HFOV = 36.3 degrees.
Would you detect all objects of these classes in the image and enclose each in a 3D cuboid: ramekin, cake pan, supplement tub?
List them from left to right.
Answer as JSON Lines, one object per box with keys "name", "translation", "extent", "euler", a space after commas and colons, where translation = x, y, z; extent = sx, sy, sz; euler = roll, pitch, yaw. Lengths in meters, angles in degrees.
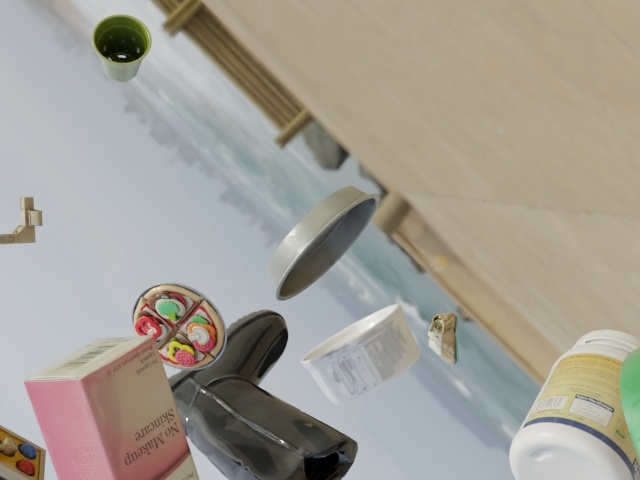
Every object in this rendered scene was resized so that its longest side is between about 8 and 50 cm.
{"name": "cake pan", "translation": [0.000, 0.000, 1.977], "extent": [0.054, 0.293, 0.293], "euler": [44, 179, 14]}
{"name": "ramekin", "translation": [0.103, 0.276, 2.330], "extent": [0.135, 0.277, 0.277], "euler": [60, 179, -1]}
{"name": "supplement tub", "translation": [0.510, 0.338, 1.821], "extent": [0.228, 0.316, 0.228], "euler": [21, 136, 23]}

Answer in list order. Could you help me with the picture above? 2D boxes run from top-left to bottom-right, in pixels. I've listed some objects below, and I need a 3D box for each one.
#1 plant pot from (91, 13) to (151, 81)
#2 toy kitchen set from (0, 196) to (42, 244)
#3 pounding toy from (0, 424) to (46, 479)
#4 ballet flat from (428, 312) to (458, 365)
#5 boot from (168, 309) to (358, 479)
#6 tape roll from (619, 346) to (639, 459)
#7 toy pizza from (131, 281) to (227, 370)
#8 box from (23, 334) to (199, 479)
{"name": "plant pot", "translation": [-0.289, -0.271, 1.415], "extent": [0.083, 0.083, 0.079], "euler": [44, 157, 6]}
{"name": "toy kitchen set", "translation": [-0.546, -0.035, 1.752], "extent": [0.075, 0.083, 0.068], "euler": [-4, -175, -36]}
{"name": "pounding toy", "translation": [-0.523, 0.362, 1.603], "extent": [0.141, 0.100, 0.130], "euler": [37, -171, -24]}
{"name": "ballet flat", "translation": [0.274, 0.221, 2.181], "extent": [0.067, 0.073, 0.206], "euler": [4, -163, 6]}
{"name": "boot", "translation": [-0.089, 0.332, 1.982], "extent": [0.445, 0.367, 0.146], "euler": [19, 142, 49]}
{"name": "tape roll", "translation": [0.494, 0.259, 1.188], "extent": [0.321, 0.077, 0.321], "euler": [32, -142, -28]}
{"name": "toy pizza", "translation": [-0.280, 0.174, 1.906], "extent": [0.201, 0.201, 0.032], "euler": [44, -150, -8]}
{"name": "box", "translation": [-0.286, 0.266, 1.358], "extent": [0.148, 0.126, 0.232], "euler": [-32, -71, -52]}
